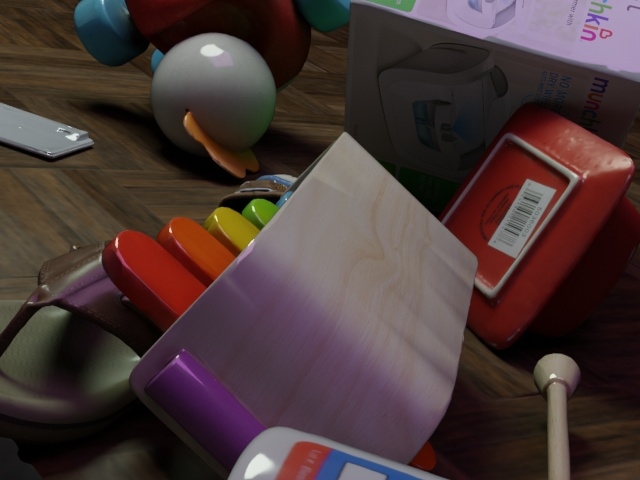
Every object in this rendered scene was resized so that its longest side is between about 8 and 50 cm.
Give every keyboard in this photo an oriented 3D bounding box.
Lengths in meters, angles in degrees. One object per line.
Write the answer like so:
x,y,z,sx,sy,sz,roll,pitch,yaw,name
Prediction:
-0.324,-0.116,1.010,0.256,0.014,0.072,19,25,14,keyboard

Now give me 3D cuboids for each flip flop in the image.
-0.101,0.040,0.612,0.277,0.080,0.112,-1,28,-43,flip flop

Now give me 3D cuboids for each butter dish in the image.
0.170,0.003,0.851,0.118,0.160,0.160,30,9,-29,butter dish

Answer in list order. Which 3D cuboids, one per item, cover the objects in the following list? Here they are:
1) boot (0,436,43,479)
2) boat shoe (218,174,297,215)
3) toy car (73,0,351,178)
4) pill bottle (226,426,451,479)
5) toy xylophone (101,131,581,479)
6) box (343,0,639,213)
-0.254,0.056,0.298,0.348,0.131,0.260,35,23,11,boot
0.000,0.000,0.838,0.183,0.066,0.066,17,22,41,boat shoe
-0.087,-0.149,1.077,0.210,0.219,0.238,28,46,-50,toy car
0.067,0.148,0.362,0.221,0.124,0.124,17,19,9,pill bottle
0.031,0.049,0.620,0.236,0.081,0.323,46,20,4,toy xylophone
0.147,-0.131,0.978,0.231,0.262,0.126,18,62,8,box
